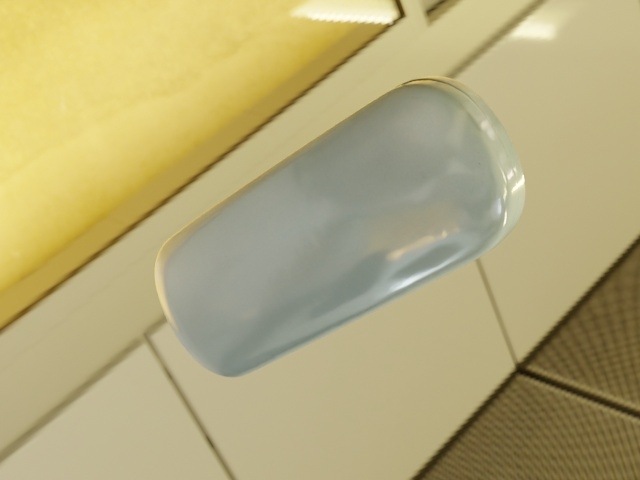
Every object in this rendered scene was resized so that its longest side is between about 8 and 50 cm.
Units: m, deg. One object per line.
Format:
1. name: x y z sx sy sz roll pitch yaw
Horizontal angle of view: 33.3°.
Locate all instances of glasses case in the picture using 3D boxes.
1. glasses case: 0.000 0.000 0.418 0.178 0.067 0.045 -31 178 39
